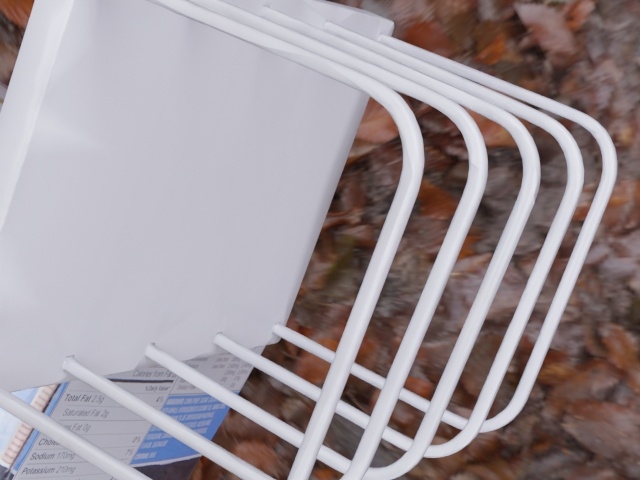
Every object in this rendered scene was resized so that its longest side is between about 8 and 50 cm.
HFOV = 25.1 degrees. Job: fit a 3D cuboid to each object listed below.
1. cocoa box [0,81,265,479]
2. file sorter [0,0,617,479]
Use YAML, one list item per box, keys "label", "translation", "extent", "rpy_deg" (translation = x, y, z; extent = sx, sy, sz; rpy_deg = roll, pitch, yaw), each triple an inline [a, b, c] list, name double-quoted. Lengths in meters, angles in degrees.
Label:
- label: "cocoa box"
  translation: [-0.236, 0.024, 0.871]
  extent: [0.347, 0.231, 0.228]
  rpy_deg: [33, 98, 21]
- label: "file sorter"
  translation: [0.000, 0.000, 0.647]
  extent: [0.173, 0.278, 0.192]
  rpy_deg: [26, 103, 24]
